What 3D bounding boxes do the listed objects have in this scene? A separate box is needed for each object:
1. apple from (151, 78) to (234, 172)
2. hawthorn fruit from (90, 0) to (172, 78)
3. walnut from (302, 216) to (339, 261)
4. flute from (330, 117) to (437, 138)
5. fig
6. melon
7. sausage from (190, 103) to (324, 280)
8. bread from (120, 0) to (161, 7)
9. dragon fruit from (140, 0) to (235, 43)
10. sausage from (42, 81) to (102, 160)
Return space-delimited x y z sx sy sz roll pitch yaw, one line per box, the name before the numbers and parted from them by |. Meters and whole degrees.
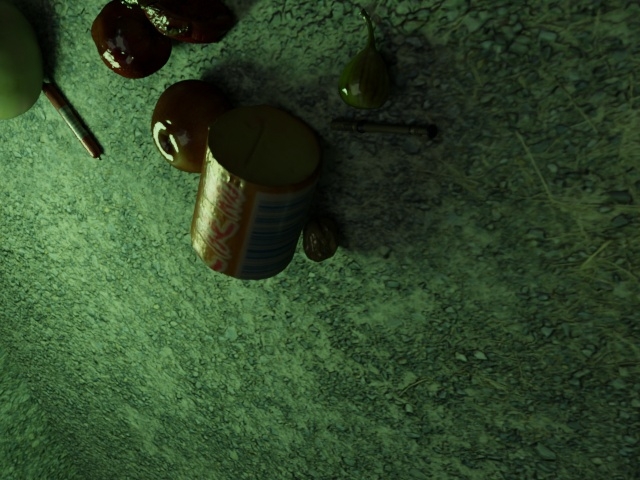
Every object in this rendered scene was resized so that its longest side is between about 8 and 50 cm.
apple | -0.267 -0.233 1.834 0.201 0.162 0.201 25 135 28
hawthorn fruit | -0.401 -0.423 1.832 0.179 0.173 0.173 26 134 29
walnut | 0.000 0.000 1.806 0.083 0.079 0.096 20 128 37
flute | 0.108 -0.203 1.587 0.233 0.027 0.027 10 125 41
fig | 0.073 -0.301 1.499 0.093 0.093 0.166 21 131 34
melon | -0.801 -0.443 2.169 0.223 0.223 0.317 32 139 25
sausage | -0.131 -0.089 1.752 0.233 0.233 0.287 39 141 17
bread | -0.275 -0.581 1.489 0.207 0.279 0.279 30 139 28
dragon fruit | -0.270 -0.421 1.708 0.127 0.161 0.120 55 141 15
sausage | -0.640 -0.307 2.261 0.253 0.034 0.034 55 142 -1
